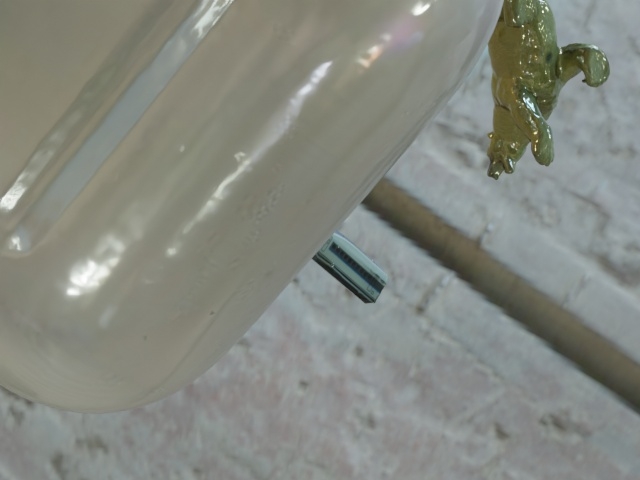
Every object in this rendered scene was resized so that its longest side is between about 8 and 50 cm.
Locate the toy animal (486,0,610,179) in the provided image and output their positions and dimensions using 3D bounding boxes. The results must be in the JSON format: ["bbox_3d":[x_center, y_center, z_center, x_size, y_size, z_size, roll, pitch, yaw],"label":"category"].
[{"bbox_3d":[0.169,-0.153,1.312,0.103,0.219,0.101,-29,27,-32],"label":"toy animal"}]

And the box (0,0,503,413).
[{"bbox_3d":[-0.123,-0.121,0.623,0.349,0.289,0.141,41,16,1],"label":"box"}]

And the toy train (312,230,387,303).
[{"bbox_3d":[-0.001,0.000,1.853,0.055,0.252,0.048,35,87,39],"label":"toy train"}]
